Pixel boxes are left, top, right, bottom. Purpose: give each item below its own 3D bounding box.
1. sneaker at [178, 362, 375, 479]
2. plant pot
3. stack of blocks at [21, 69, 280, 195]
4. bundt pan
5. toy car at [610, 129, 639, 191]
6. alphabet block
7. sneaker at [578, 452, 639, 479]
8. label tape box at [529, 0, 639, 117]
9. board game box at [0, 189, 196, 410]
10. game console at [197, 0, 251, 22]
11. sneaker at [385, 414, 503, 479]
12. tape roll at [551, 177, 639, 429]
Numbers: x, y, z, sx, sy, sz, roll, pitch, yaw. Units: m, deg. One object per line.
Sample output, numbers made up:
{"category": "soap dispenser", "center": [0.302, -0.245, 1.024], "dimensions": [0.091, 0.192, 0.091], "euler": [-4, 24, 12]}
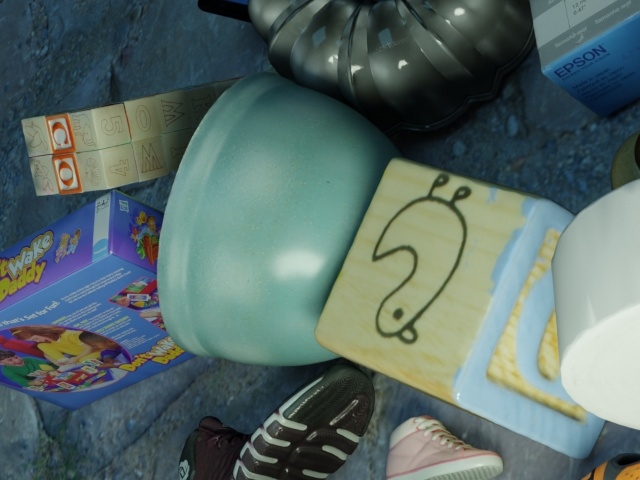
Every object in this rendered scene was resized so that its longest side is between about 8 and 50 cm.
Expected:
{"category": "sneaker", "center": [-0.069, 0.204, 1.628], "dimensions": [0.281, 0.106, 0.162], "euler": [-52, 38, 14]}
{"category": "plant pot", "center": [0.000, 0.000, 1.560], "dimensions": [0.196, 0.293, 0.293], "euler": [17, 81, 23]}
{"category": "stack of blocks", "center": [-0.183, -0.121, 1.779], "dimensions": [0.171, 0.297, 0.087], "euler": [-4, 99, 45]}
{"category": "bundt pan", "center": [0.063, -0.277, 1.633], "dimensions": [0.330, 0.124, 0.331], "euler": [-3, 81, 22]}
{"category": "toy car", "center": [0.310, -0.048, 1.368], "dimensions": [0.155, 0.149, 0.188], "euler": [-60, 12, -15]}
{"category": "alphabet block", "center": [0.148, 0.058, 1.403], "dimensions": [0.197, 0.193, 0.192], "euler": [18, 81, 50]}
{"category": "sneaker", "center": [0.267, 0.286, 1.200], "dimensions": [0.180, 0.124, 0.321], "euler": [-46, 42, 20]}
{"category": "label tape box", "center": [0.312, -0.326, 1.504], "dimensions": [0.249, 0.115, 0.348], "euler": [-29, 51, 33]}
{"category": "board game box", "center": [-0.258, 0.078, 1.797], "dimensions": [0.347, 0.233, 0.078], "euler": [-25, 53, 36]}
{"category": "game console", "center": [-0.010, -0.382, 1.822], "dimensions": [0.293, 0.173, 0.250], "euler": [22, 121, 50]}
{"category": "sneaker", "center": [0.112, 0.192, 1.477], "dimensions": [0.134, 0.051, 0.070], "euler": [-20, 61, 45]}
{"category": "tape roll", "center": [0.314, 0.047, 1.159], "dimensions": [0.286, 0.286, 0.100], "euler": [-24, 52, 37]}
